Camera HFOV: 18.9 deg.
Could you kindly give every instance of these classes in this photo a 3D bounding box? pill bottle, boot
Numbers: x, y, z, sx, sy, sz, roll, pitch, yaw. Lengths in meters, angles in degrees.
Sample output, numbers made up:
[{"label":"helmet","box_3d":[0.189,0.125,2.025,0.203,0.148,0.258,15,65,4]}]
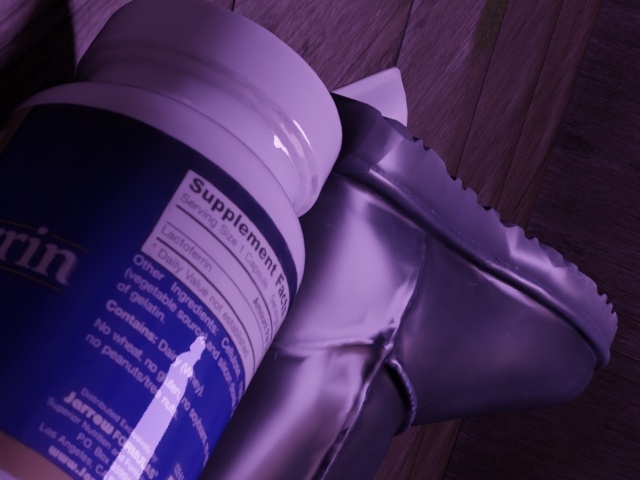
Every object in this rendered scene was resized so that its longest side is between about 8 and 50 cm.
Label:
[{"label":"pill bottle","box_3d":[-0.098,0.028,0.825,0.153,0.153,0.264,96,19,-56]},{"label":"boot","box_3d":[-0.017,0.183,1.053,0.367,0.146,0.445,34,73,-49]}]

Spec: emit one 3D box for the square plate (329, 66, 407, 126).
[{"label":"square plate","box_3d":[-0.068,0.090,1.159,0.347,0.049,0.344,-28,140,-51]}]
